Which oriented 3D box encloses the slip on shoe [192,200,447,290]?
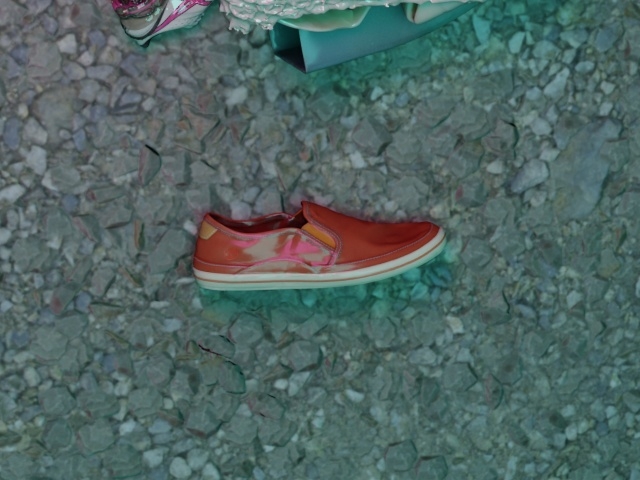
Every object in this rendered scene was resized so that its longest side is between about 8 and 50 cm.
[{"bbox_3d":[0.000,0.000,1.850,0.331,0.123,0.101,-3,104,-5],"label":"slip on shoe"}]

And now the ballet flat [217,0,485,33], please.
[{"bbox_3d":[0.068,-0.303,1.611,0.409,0.147,0.147,-6,108,-15],"label":"ballet flat"}]

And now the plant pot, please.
[{"bbox_3d":[0.059,-0.317,1.742,0.234,0.166,0.165,-14,109,-13],"label":"plant pot"}]

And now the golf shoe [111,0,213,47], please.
[{"bbox_3d":[-0.161,-0.305,1.755,0.186,0.067,0.086,-28,139,-4],"label":"golf shoe"}]
